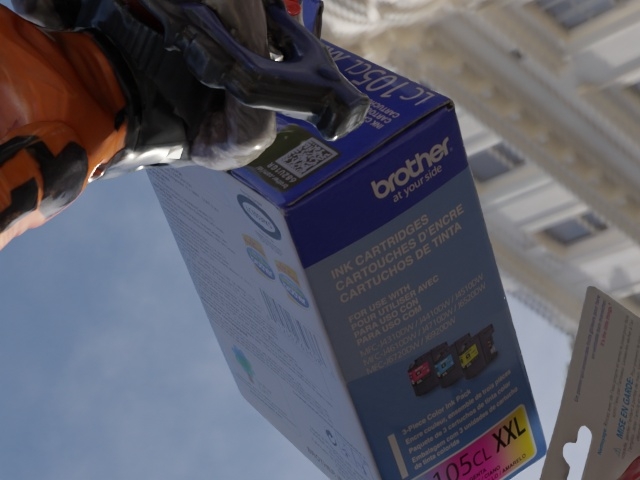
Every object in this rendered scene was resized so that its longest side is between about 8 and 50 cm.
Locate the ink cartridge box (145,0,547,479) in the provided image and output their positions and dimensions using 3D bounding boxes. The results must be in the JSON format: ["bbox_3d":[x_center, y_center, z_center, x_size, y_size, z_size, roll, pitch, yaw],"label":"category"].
[{"bbox_3d":[0.000,0.000,1.039,0.151,0.270,0.395,-34,-53,-17],"label":"ink cartridge box"}]

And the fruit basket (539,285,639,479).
[{"bbox_3d":[0.305,0.250,1.081,0.353,0.165,0.327,32,-133,-10],"label":"fruit basket"}]

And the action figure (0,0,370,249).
[{"bbox_3d":[-0.156,-0.109,0.746,0.330,0.178,0.341,-19,-124,-32],"label":"action figure"}]
